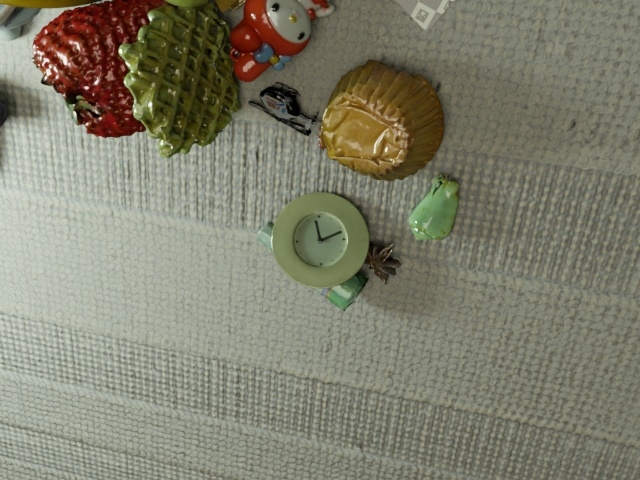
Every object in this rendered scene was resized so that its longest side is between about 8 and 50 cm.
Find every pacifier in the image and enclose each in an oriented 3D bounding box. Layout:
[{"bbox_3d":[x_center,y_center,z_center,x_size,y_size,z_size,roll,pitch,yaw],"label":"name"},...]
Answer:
[{"bbox_3d":[-0.772,-0.543,1.575,0.279,0.227,0.207,22,158,4],"label":"pacifier"}]

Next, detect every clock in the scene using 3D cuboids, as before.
[{"bbox_3d":[0.000,0.000,1.633,0.235,0.029,0.235,0,86,2],"label":"clock"}]

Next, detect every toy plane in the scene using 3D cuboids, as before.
[{"bbox_3d":[-0.069,-0.299,1.559,0.197,0.053,0.078,28,127,1],"label":"toy plane"}]

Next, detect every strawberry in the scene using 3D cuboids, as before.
[{"bbox_3d":[-0.430,-0.402,1.512,0.351,0.267,0.312,-34,134,-4],"label":"strawberry"}]

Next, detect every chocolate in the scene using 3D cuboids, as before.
[{"bbox_3d":[-0.027,0.055,1.689,0.291,0.110,0.110,35,118,-1],"label":"chocolate"}]

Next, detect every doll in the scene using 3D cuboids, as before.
[{"bbox_3d":[-0.090,-0.461,1.436,0.290,0.130,0.161,-41,125,13],"label":"doll"}]

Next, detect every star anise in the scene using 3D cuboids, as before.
[{"bbox_3d":[0.148,0.056,1.668,0.124,0.056,0.129,7,124,40],"label":"star anise"}]

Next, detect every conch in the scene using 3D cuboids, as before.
[{"bbox_3d":[0.274,-0.067,1.568,0.105,0.079,0.170,23,113,-14],"label":"conch"}]

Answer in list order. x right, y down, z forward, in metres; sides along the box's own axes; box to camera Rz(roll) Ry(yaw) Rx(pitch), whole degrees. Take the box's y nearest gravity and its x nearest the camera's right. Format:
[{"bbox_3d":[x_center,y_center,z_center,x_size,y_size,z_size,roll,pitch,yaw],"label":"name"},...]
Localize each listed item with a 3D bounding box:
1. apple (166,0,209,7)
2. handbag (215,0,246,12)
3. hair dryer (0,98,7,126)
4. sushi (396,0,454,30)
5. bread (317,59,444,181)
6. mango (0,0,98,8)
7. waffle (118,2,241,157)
[{"bbox_3d":[-0.271,-0.557,1.313,0.207,0.174,0.188,44,130,13],"label":"apple"},{"bbox_3d":[-0.220,-0.694,1.369,0.283,0.133,0.401,-26,108,33],"label":"handbag"},{"bbox_3d":[-0.959,-0.267,1.785,0.301,0.121,0.361,22,124,13],"label":"hair dryer"},{"bbox_3d":[0.242,-0.580,1.343,0.192,0.043,0.279,44,117,-8],"label":"sushi"},{"bbox_3d":[0.131,-0.246,1.476,0.274,0.149,0.274,9,121,16],"label":"bread"},{"bbox_3d":[-0.582,-0.610,1.380,0.445,0.232,0.300,-3,158,-27],"label":"mango"},{"bbox_3d":[-0.285,-0.344,1.459,0.073,0.297,0.317,13,130,39],"label":"waffle"}]
